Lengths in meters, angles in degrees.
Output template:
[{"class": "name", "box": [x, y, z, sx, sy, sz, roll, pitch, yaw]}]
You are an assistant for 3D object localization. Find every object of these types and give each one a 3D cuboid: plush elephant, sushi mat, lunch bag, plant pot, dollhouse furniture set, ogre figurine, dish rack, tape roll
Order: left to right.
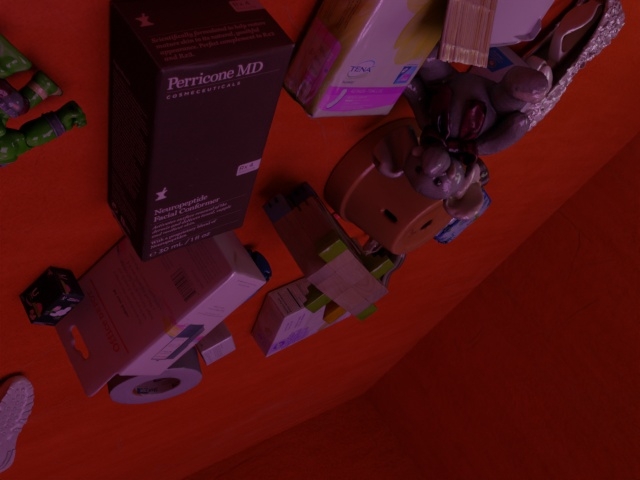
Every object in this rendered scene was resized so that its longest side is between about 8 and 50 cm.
[{"class": "ogre figurine", "box": [-0.360, -0.157, 0.692, 0.118, 0.097, 0.197, -47, 170, -6]}, {"class": "tape roll", "box": [-0.400, 0.320, 1.515, 0.219, 0.072, 0.219, -15, 153, -8]}, {"class": "dollhouse furniture set", "box": [0.158, 0.046, 1.805, 0.151, 0.123, 0.144, -15, 149, -43]}, {"class": "plant pot", "box": [0.185, -0.105, 1.447, 0.291, 0.203, 0.291, -32, 158, -15]}, {"class": "plush elephant", "box": [0.246, -0.195, 1.227, 0.255, 0.272, 0.330, -65, 168, -6]}, {"class": "lunch bag", "box": [0.428, -0.091, 1.983, 0.219, 0.090, 0.176, -41, 155, 7]}, {"class": "sushi mat", "box": [0.244, -0.425, 0.944, 0.151, 0.019, 0.316, -12, 117, -46]}, {"class": "dish rack", "box": [0.362, -0.470, 1.172, 0.333, 0.072, 0.285, -17, 151, -37]}]

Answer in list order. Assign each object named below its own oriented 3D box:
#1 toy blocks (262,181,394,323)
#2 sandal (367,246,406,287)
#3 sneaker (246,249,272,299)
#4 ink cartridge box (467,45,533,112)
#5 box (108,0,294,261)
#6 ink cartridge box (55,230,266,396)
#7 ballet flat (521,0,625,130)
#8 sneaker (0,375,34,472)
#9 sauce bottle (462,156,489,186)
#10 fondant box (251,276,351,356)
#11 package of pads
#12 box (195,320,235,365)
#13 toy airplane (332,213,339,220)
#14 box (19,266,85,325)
[{"class": "toy blocks", "box": [0.000, 0.000, 1.341, 0.191, 0.261, 0.381, -37, 151, 5]}, {"class": "sandal", "box": [0.172, 0.079, 1.943, 0.086, 0.120, 0.303, 6, 138, -20]}, {"class": "sneaker", "box": [-0.262, 0.133, 1.363, 0.341, 0.125, 0.139, -16, 155, -36]}, {"class": "ink cartridge box", "box": [0.380, -0.317, 1.398, 0.082, 0.139, 0.190, -16, 151, -45]}, {"class": "box", "box": [-0.187, -0.152, 0.901, 0.191, 0.143, 0.381, -22, 152, -31]}, {"class": "ink cartridge box", "box": [-0.299, 0.101, 1.134, 0.353, 0.207, 0.119, -40, 156, 11]}, {"class": "ballet flat", "box": [0.519, -0.414, 1.428, 0.409, 0.147, 0.147, -49, 157, 3]}, {"class": "sneaker", "box": [-0.667, 0.369, 1.294, 0.090, 0.095, 0.235, 9, 110, -54]}, {"class": "sauce bottle", "box": [0.294, -0.118, 1.704, 0.344, 0.111, 0.111, -29, 157, -15]}, {"class": "fondant box", "box": [-0.025, 0.193, 1.864, 0.330, 0.096, 0.238, -21, 153, -32]}, {"class": "package of pads", "box": [0.089, -0.332, 0.998, 0.229, 0.101, 0.296, -14, 147, -46]}, {"class": "box", "box": [-0.275, 0.238, 1.575, 0.087, 0.102, 0.101, -28, 155, -15]}, {"class": "toy airplane", "box": [0.008, -0.007, 1.607, 0.151, 0.028, 0.151, -29, 158, -14]}, {"class": "box", "box": [-0.460, 0.097, 1.080, 0.083, 0.062, 0.052, -40, 156, 10]}]
